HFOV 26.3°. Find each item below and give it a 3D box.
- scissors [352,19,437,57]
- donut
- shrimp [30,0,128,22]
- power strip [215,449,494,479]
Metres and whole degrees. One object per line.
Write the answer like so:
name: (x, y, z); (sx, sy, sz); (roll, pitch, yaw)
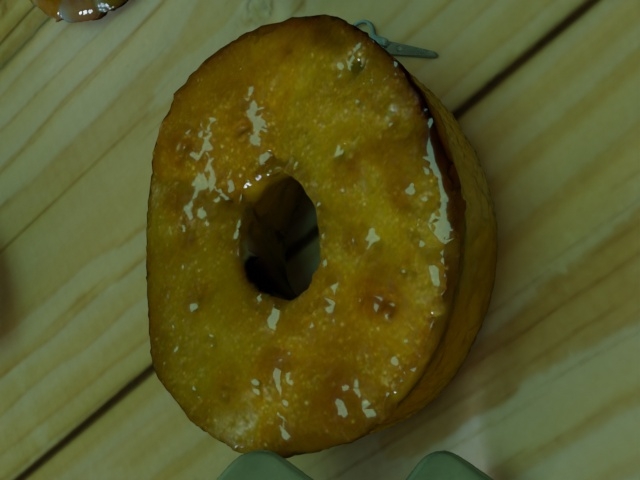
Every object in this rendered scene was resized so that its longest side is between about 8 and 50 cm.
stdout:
scissors: (0.052, -0.142, 1.009); (0.083, 0.006, 0.036); (16, 93, 38)
donut: (0.000, 0.000, 0.959); (0.303, 0.110, 0.302); (-6, 79, 37)
shrimp: (-0.187, -0.307, 1.191); (0.150, 0.068, 0.248); (25, 102, 25)
power strip: (0.045, 0.224, 0.855); (0.265, 0.059, 0.193); (34, 71, 15)
